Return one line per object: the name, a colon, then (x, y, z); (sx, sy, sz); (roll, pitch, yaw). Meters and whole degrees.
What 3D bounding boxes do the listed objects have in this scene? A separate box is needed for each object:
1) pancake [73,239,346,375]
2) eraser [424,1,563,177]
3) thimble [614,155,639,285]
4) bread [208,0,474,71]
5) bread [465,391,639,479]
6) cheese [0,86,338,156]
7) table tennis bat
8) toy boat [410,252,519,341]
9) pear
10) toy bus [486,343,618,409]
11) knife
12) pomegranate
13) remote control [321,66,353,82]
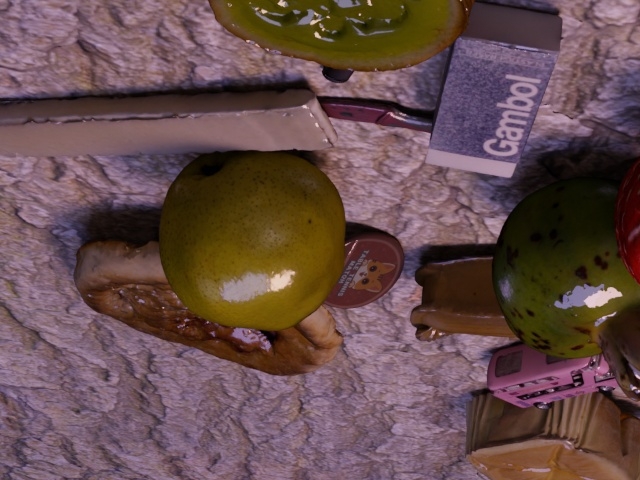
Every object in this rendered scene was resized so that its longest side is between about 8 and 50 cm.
pancake: (-0.135, 0.080, 2.138); (0.356, 0.065, 0.356); (12, 160, 4)
eraser: (0.152, -0.134, 1.634); (0.092, 0.046, 0.212); (10, 151, -1)
thimble: (0.359, -0.024, 1.647); (0.163, 0.189, 0.125); (40, -174, -3)
bread: (0.018, -0.220, 1.478); (0.236, 0.070, 0.236); (8, 155, 4)
bread: (0.314, 0.262, 2.400); (0.192, 0.110, 0.210); (32, 146, -31)
cheese: (-0.179, -0.114, 1.808); (0.400, 0.034, 0.085); (1, 149, 21)
table tennis bat: (0.000, 0.000, 2.042); (0.170, 0.119, 0.107); (8, 123, -34)
toy boat: (0.256, 0.068, 2.017); (0.321, 0.089, 0.121); (-3, 160, 19)
pear: (-0.068, 0.000, 1.848); (0.198, 0.198, 0.198); (7, 156, 3)
toy bus: (0.293, 0.159, 2.234); (0.090, 0.063, 0.203); (25, 152, -32)
knife: (0.072, -0.118, 1.747); (0.247, 0.018, 0.035); (7, 158, 5)
pomegranate: (0.275, 0.048, 1.796); (0.202, 0.248, 0.202); (-16, 148, -10)
remote control: (0.025, -0.167, 1.656); (0.034, 0.016, 0.091); (9, 157, -13)
